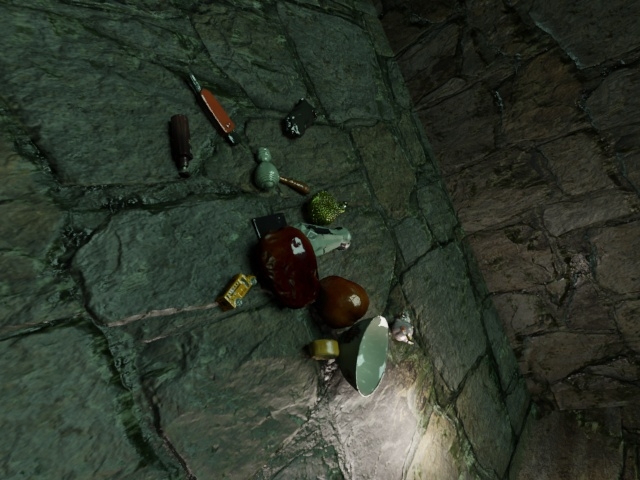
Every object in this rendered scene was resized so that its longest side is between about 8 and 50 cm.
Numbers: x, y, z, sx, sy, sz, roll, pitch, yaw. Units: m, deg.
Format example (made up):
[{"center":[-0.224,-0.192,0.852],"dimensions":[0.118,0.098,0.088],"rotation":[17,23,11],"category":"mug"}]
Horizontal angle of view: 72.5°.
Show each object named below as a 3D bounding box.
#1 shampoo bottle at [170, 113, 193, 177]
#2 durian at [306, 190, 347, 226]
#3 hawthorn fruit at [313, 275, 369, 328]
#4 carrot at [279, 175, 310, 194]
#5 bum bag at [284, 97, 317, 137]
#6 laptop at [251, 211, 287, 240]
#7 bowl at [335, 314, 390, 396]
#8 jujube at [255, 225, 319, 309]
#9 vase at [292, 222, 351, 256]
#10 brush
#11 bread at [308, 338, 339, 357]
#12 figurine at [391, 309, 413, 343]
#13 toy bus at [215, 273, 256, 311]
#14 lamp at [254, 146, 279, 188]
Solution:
[{"center":[-0.495,-0.336,1.559],"dimensions":[0.068,0.067,0.237],"rotation":[13,62,-57],"category":"shampoo bottle"},{"center":[0.014,-0.148,2.031],"dimensions":[0.159,0.146,0.198],"rotation":[40,30,9],"category":"durian"},{"center":[0.068,0.248,1.852],"dimensions":[0.261,0.224,0.224],"rotation":[45,36,11],"category":"hawthorn fruit"},{"center":[-0.129,-0.260,1.995],"dimensions":[0.216,0.048,0.048],"rotation":[20,57,-39],"category":"carrot"},{"center":[-0.103,-0.610,2.177],"dimensions":[0.142,0.079,0.326],"rotation":[59,34,-23],"category":"bum bag"},{"center":[-0.196,-0.043,1.821],"dimensions":[0.197,0.016,0.135],"rotation":[-19,89,-53],"category":"laptop"},{"center":[0.159,0.470,1.845],"dimensions":[0.337,0.157,0.338],"rotation":[-19,112,-58],"category":"bowl"},{"center":[-0.118,0.103,1.685],"dimensions":[0.223,0.222,0.319],"rotation":[-34,108,-52],"category":"jujube"},{"center":[0.000,0.000,1.933],"dimensions":[0.360,0.165,0.165],"rotation":[-6,77,-56],"category":"vase"},{"center":[-0.431,-0.522,1.752],"dimensions":[0.324,0.051,0.070],"rotation":[57,45,-19],"category":"brush"},{"center":[0.012,0.433,1.749],"dimensions":[0.122,0.149,0.073],"rotation":[-1,67,-6],"category":"bread"},{"center":[0.428,0.451,2.269],"dimensions":[0.138,0.111,0.229],"rotation":[64,23,-18],"category":"figurine"},{"center":[-0.296,0.174,1.545],"dimensions":[0.074,0.069,0.162],"rotation":[51,41,-18],"category":"toy bus"},{"center":[-0.231,-0.303,1.847],"dimensions":[0.106,0.106,0.193],"rotation":[21,47,-44],"category":"lamp"}]
